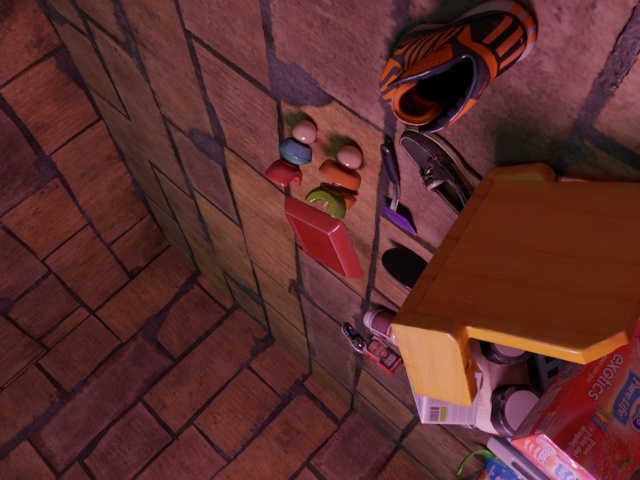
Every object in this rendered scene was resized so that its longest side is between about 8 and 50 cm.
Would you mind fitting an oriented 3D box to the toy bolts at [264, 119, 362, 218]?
[{"bbox_3d":[0.008,-0.182,1.389,0.228,0.158,0.218,30,-163,13],"label":"toy bolts"}]

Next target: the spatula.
[{"bbox_3d":[0.164,-0.109,1.292,0.084,0.030,0.296,35,158,34],"label":"spatula"}]

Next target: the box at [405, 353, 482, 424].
[{"bbox_3d":[0.238,0.257,1.152,0.203,0.103,0.114,-92,4,-73],"label":"box"}]

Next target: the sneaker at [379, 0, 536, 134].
[{"bbox_3d":[0.146,-0.237,0.861,0.125,0.180,0.321,50,160,-12],"label":"sneaker"}]

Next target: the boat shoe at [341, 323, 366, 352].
[{"bbox_3d":[0.137,0.387,2.282,0.142,0.049,0.040,48,160,1],"label":"boat shoe"}]

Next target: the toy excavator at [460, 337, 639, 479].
[{"bbox_3d":[0.525,0.344,1.217,0.222,0.445,0.433,127,139,-72],"label":"toy excavator"}]

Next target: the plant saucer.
[{"bbox_3d":[0.000,0.000,1.808,0.258,0.048,0.259,28,153,40],"label":"plant saucer"}]

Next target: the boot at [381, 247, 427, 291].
[{"bbox_3d":[0.256,0.151,1.525,0.263,0.091,0.229,38,158,14],"label":"boot"}]

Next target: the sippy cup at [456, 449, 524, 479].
[{"bbox_3d":[0.634,0.906,2.040,0.305,0.224,0.240,19,148,50],"label":"sippy cup"}]

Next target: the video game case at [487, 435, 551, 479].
[{"bbox_3d":[0.576,0.538,1.265,0.329,0.036,0.300,19,-172,-30],"label":"video game case"}]

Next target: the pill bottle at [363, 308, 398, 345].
[{"bbox_3d":[0.212,0.272,1.854,0.152,0.086,0.086,22,150,48],"label":"pill bottle"}]

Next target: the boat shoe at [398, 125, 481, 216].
[{"bbox_3d":[0.226,-0.120,1.083,0.223,0.073,0.080,44,160,4],"label":"boat shoe"}]

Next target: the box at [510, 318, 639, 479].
[{"bbox_3d":[0.487,0.276,1.000,0.142,0.300,0.154,41,159,12],"label":"box"}]

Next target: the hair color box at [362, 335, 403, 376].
[{"bbox_3d":[0.230,0.424,2.132,0.141,0.072,0.043,37,159,22],"label":"hair color box"}]

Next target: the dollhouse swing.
[{"bbox_3d":[0.336,0.090,0.898,0.305,0.347,0.315,18,148,34],"label":"dollhouse swing"}]
